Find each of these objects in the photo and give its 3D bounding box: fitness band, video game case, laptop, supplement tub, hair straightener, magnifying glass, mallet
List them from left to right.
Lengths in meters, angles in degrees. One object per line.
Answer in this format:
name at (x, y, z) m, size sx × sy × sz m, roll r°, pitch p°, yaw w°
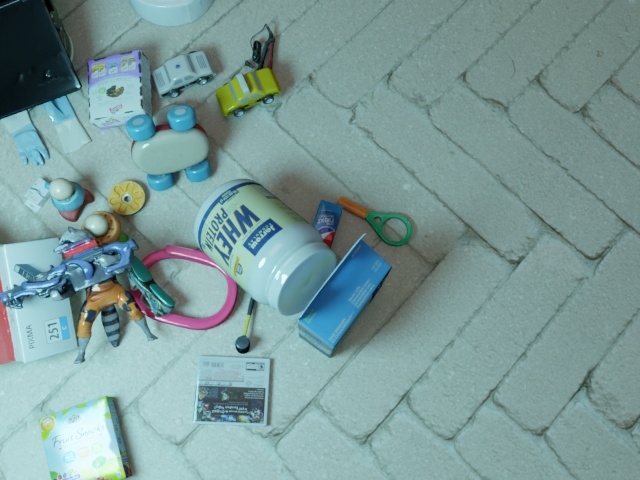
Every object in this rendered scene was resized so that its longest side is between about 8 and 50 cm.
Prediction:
laptop at (-0.900, -0.588, 1.778) m, size 0.382 × 0.236 × 0.407 m, roll -17°, pitch 50°, yaw 9°
fitness band at (-0.367, 0.128, 1.657) m, size 0.291 × 0.054 × 0.208 m, roll 14°, pitch 77°, yaw 2°
video game case at (-0.230, 0.392, 1.604) m, size 0.191 × 0.022 × 0.173 m, roll 3°, pitch 74°, yaw -3°
mallet at (-0.192, 0.205, 1.635) m, size 0.039 × 0.062 × 0.189 m, roll 11°, pitch 74°, yaw -1°
hair straightener at (-0.186, -0.547, 1.850) m, size 0.089 × 0.047 × 0.230 m, roll 4°, pitch 80°, yaw -1°
supplement tub at (-0.140, 0.015, 1.558) m, size 0.235 × 0.235 × 0.325 m, roll -44°, pitch 60°, yaw -13°
magnifying glass at (0.153, -0.060, 1.749) m, size 0.231 × 0.026 × 0.092 m, roll 28°, pitch 75°, yaw 3°

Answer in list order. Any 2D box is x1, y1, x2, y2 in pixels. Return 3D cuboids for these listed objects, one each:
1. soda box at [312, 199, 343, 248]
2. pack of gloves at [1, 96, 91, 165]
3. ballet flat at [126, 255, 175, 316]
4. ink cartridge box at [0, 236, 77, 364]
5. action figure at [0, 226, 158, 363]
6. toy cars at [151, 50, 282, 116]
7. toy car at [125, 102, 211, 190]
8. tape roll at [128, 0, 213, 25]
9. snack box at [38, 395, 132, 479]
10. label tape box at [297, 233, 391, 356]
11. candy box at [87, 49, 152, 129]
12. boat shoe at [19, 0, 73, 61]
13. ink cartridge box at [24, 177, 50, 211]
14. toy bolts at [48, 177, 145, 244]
soda box at (0.000, 0.000, 1.697) m, size 0.067 × 0.071 × 0.210 m, roll 17°, pitch 74°, yaw 2°
pack of gloves at (-0.803, -0.338, 1.765) m, size 0.195 × 0.046 × 0.232 m, roll -30°, pitch 78°, yaw -11°
ballet flat at (-0.458, 0.123, 1.600) m, size 0.070 × 0.070 × 0.188 m, roll -39°, pitch 77°, yaw -12°
ink cartridge box at (-0.755, 0.156, 1.505) m, size 0.261 × 0.066 × 0.296 m, roll -12°, pitch 95°, yaw -46°
action figure at (-0.598, 0.130, 1.533) m, size 0.342 × 0.178 × 0.330 m, roll -15°, pitch 91°, yaw -10°
toy cars at (-0.311, -0.465, 1.779) m, size 0.394 × 0.087 × 0.176 m, roll 17°, pitch 80°, yaw 10°
toy car at (-0.427, -0.304, 1.724) m, size 0.210 × 0.219 × 0.238 m, roll -15°, pitch 47°, yaw -6°
tape roll at (-0.463, -0.805, 1.884) m, size 0.286 × 0.100 × 0.286 m, roll 1°, pitch 74°, yaw -3°
snack box at (-0.584, 0.514, 1.527) m, size 0.175 × 0.070 × 0.207 m, roll -18°, pitch 74°, yaw -7°
label tape box at (0.059, 0.147, 1.516) m, size 0.115 × 0.347 × 0.249 m, roll 36°, pitch 76°, yaw 7°
candy box at (-0.578, -0.433, 1.773) m, size 0.165 × 0.070 × 0.196 m, roll -9°, pitch 75°, yaw 8°
boat shoe at (-0.824, -0.649, 1.826) m, size 0.109 × 0.091 × 0.304 m, roll -23°, pitch 77°, yaw -8°
ink cartridge box at (-0.787, -0.127, 1.715) m, size 0.048 × 0.028 × 0.083 m, roll 32°, pitch 76°, yaw 6°
toy bolts at (-0.607, -0.106, 1.651) m, size 0.229 × 0.158 × 0.218 m, roll 28°, pitch 75°, yaw 5°
